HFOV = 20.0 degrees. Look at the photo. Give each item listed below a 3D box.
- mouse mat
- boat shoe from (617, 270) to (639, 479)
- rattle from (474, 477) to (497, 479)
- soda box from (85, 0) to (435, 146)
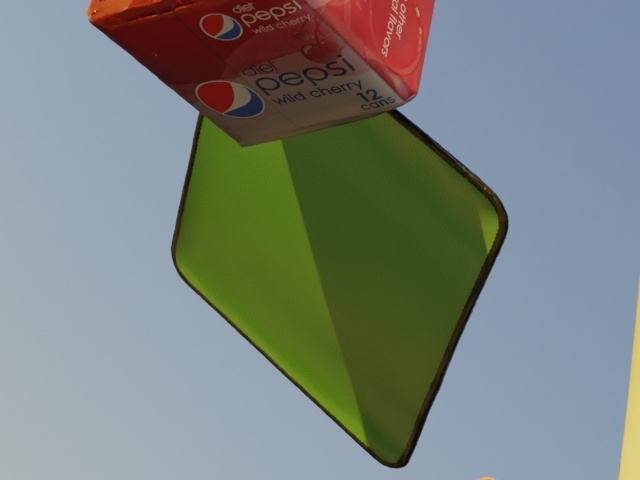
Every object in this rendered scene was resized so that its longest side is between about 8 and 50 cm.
[{"bbox_3d":[0.000,0.000,0.754,0.152,0.007,0.189,42,-37,19],"label":"mouse mat"},{"bbox_3d":[0.167,0.082,0.605,0.119,0.121,0.335,2,-87,22],"label":"boat shoe"},{"bbox_3d":[0.189,0.200,1.024,0.143,0.130,0.199,-28,-97,27],"label":"rattle"},{"bbox_3d":[0.000,-0.172,0.669,0.083,0.263,0.092,-9,-32,35],"label":"soda box"}]
